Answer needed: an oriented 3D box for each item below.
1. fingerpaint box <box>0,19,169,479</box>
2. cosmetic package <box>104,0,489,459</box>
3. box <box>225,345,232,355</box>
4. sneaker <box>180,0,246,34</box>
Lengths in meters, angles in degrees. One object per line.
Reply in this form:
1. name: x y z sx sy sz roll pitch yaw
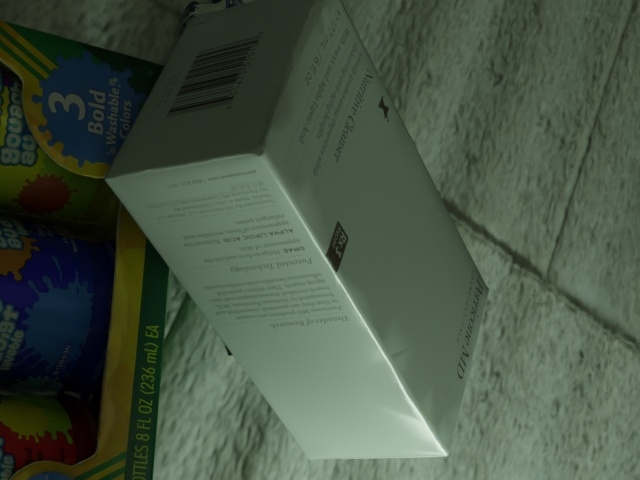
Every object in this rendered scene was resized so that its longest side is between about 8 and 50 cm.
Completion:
1. fingerpaint box: -0.317 0.043 1.010 0.371 0.163 0.444 13 73 -32
2. cosmetic package: 0.000 0.000 1.117 0.385 0.156 0.217 56 39 -37
3. box: -0.063 0.002 1.268 0.114 0.036 0.207 -14 88 -35
4. sneaker: -0.121 -0.205 1.271 0.058 0.052 0.135 45 51 -7
